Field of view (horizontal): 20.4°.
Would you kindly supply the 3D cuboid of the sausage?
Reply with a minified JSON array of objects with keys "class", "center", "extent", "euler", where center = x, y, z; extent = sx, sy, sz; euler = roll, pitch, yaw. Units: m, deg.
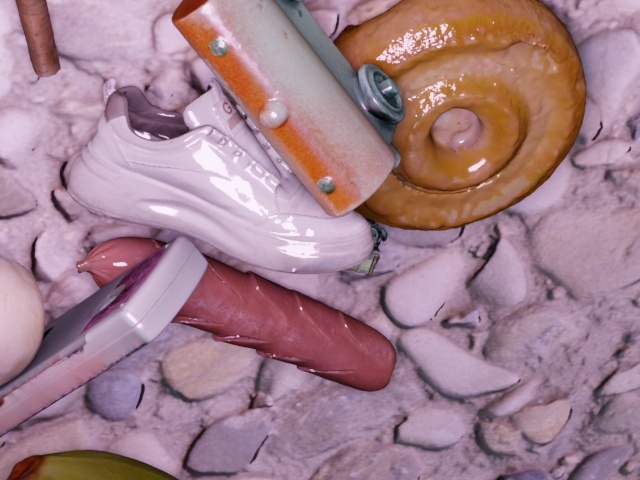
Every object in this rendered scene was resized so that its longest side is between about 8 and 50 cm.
[{"class":"sausage","center":[-0.078,0.080,1.954],"extent":[0.433,0.088,0.088],"euler":[22,121,-34]}]

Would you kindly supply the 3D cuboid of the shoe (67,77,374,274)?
[{"class":"shoe","center":[-0.091,-0.079,1.738],"extent":[0.316,0.124,0.159],"euler":[13,114,8]}]

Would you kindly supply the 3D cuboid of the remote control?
[{"class":"remote control","center":[-0.253,0.111,1.815],"extent":[0.344,0.145,0.050],"euler":[-31,107,39]}]

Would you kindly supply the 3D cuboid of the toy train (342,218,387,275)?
[{"class":"toy train","center":[0.000,0.000,1.938],"extent":[0.147,0.038,0.071],"euler":[8,127,-23]}]

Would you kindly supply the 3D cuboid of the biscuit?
[{"class":"biscuit","center":[0.134,-0.126,1.830],"extent":[0.296,0.102,0.296],"euler":[-9,135,-9]}]

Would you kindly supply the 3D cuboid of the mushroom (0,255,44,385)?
[{"class":"mushroom","center":[-0.384,0.047,1.751],"extent":[0.246,0.202,0.246],"euler":[12,169,2]}]

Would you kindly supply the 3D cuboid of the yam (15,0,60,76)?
[{"class":"yam","center":[-0.267,-0.217,1.658],"extent":[0.032,0.032,0.145],"euler":[-12,133,-8]}]

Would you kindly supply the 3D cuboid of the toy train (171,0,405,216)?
[{"class":"toy train","center":[-0.029,-0.152,1.652],"extent":[0.116,0.177,0.285],"euler":[-28,111,26]}]

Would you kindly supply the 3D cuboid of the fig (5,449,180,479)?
[{"class":"fig","center":[-0.256,0.375,2.038],"extent":[0.316,0.316,0.316],"euler":[-9,133,-10]}]
